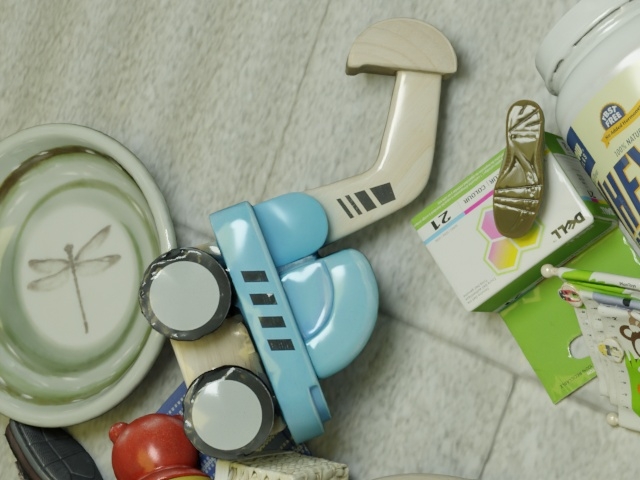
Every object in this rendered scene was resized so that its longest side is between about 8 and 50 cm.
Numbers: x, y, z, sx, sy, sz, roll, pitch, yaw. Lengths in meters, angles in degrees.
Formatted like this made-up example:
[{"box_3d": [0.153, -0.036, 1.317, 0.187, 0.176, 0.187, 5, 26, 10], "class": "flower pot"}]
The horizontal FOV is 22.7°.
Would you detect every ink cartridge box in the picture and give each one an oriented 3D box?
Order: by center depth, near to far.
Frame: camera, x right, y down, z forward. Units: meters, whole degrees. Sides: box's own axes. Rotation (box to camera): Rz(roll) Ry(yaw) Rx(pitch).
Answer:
[{"box_3d": [0.254, 0.031, 1.814, 0.189, 0.097, 0.255, -38, 70, 21], "class": "ink cartridge box"}]

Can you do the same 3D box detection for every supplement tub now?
[{"box_3d": [0.394, -0.111, 1.668, 0.235, 0.235, 0.325, -39, 70, 21], "class": "supplement tub"}]

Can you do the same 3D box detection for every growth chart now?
[{"box_3d": [0.344, 0.126, 1.721, 0.172, 0.021, 0.237, 2, 125, 48], "class": "growth chart"}]

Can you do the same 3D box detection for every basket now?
[{"box_3d": [-0.044, 0.310, 1.879, 0.103, 0.167, 0.113, 4, 89, 26], "class": "basket"}]

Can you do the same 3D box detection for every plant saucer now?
[{"box_3d": [-0.336, 0.047, 2.132, 0.400, 0.100, 0.400, -2, 86, 29], "class": "plant saucer"}]

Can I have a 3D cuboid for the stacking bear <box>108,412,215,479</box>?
[{"box_3d": [-0.179, 0.348, 1.964, 0.164, 0.175, 0.289, 109, 145, -53], "class": "stacking bear"}]

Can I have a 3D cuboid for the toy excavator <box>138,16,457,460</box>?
[{"box_3d": [0.000, 0.000, 1.897, 0.445, 0.222, 0.433, -20, 89, -3], "class": "toy excavator"}]

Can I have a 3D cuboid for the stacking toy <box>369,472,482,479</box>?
[{"box_3d": [0.113, 0.536, 1.783, 0.350, 0.350, 0.480, 28, 116, 27], "class": "stacking toy"}]

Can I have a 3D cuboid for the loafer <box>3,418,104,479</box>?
[{"box_3d": [-0.327, 0.354, 2.108, 0.302, 0.109, 0.095, 43, 111, 21], "class": "loafer"}]

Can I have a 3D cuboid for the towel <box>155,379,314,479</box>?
[{"box_3d": [-0.098, 0.329, 2.027, 0.243, 0.040, 0.336, -48, 65, 19], "class": "towel"}]

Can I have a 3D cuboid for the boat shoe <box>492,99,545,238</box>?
[{"box_3d": [0.223, -0.079, 1.763, 0.056, 0.048, 0.153, 4, 94, 16], "class": "boat shoe"}]
